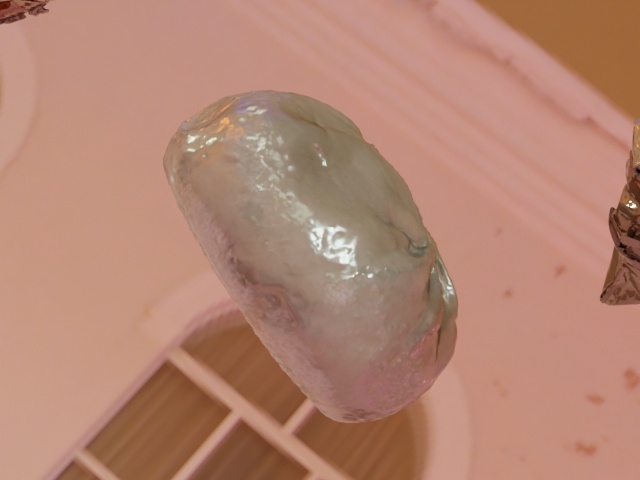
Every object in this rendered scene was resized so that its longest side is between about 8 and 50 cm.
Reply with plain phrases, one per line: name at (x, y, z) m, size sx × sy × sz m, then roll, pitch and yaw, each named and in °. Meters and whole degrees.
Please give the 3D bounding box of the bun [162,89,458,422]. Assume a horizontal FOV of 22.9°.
bun at (-0.002, -0.003, 1.506) m, size 0.354 × 0.194 × 0.354 m, roll 56°, pitch 1°, yaw -1°

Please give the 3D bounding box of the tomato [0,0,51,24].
tomato at (-0.273, -0.192, 0.958) m, size 0.181 × 0.214 × 0.155 m, roll 157°, pitch -84°, yaw -83°

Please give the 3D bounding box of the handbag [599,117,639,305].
handbag at (0.302, -0.043, 1.264) m, size 0.117 × 0.182 × 0.270 m, roll 55°, pitch -16°, yaw 24°
